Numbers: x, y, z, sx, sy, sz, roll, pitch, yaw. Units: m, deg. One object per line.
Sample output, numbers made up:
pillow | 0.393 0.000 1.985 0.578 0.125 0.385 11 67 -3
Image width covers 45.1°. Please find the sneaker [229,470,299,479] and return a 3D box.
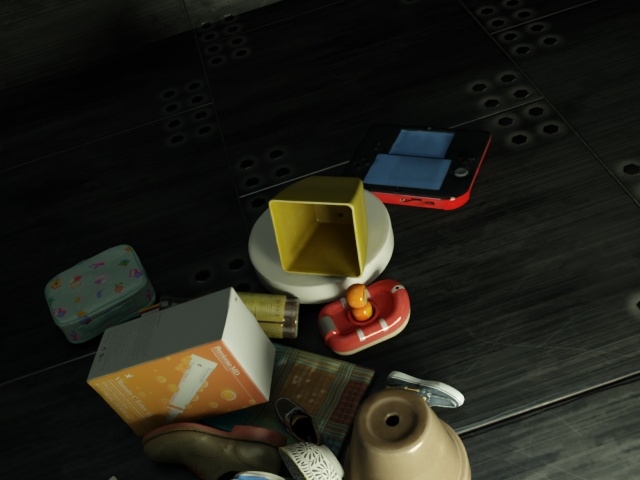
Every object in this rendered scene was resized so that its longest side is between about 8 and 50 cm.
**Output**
sneaker | -0.188 0.519 1.512 0.322 0.236 0.130 -1 45 14

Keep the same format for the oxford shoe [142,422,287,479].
oxford shoe | -0.246 0.471 1.659 0.348 0.123 0.130 -7 55 25

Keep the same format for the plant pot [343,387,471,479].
plant pot | 0.160 0.413 1.523 0.263 0.229 0.263 -8 43 8

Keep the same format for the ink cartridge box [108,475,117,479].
ink cartridge box | -0.425 0.578 1.589 0.109 0.150 0.063 -39 44 -22

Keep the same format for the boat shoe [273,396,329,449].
boat shoe | -0.044 0.394 1.670 0.066 0.066 0.183 -35 48 -19

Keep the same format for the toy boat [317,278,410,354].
toy boat | 0.100 0.161 1.850 0.231 0.151 0.151 -23 44 -7

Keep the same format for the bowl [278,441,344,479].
bowl | -0.004 0.465 1.549 0.080 0.170 0.170 -33 46 -17

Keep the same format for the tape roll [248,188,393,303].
tape roll | 0.000 0.000 2.048 0.392 0.072 0.392 -9 44 9

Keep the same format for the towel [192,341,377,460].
towel | -0.085 0.362 1.786 0.370 0.040 0.271 10 50 25

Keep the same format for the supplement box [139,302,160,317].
supplement box | -0.390 0.249 1.960 0.104 0.081 0.188 -20 43 -4

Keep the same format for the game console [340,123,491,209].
game console | 0.277 -0.231 2.262 0.386 0.060 0.342 8 49 23

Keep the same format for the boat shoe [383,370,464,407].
boat shoe | 0.218 0.352 1.691 0.183 0.065 0.083 10 52 33

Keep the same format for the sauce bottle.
sauce bottle | -0.224 0.178 1.910 0.344 0.111 0.111 6 46 1

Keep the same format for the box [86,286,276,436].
box | -0.306 0.278 1.734 0.345 0.215 0.168 -19 35 17

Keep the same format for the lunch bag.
lunch bag | -0.603 0.152 2.105 0.279 0.108 0.224 -28 48 -11

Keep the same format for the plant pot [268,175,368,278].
plant pot | 0.019 -0.053 1.910 0.212 0.212 0.187 4 35 21
